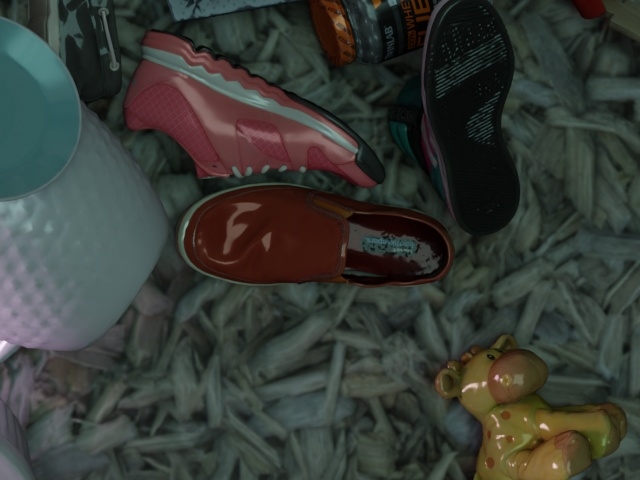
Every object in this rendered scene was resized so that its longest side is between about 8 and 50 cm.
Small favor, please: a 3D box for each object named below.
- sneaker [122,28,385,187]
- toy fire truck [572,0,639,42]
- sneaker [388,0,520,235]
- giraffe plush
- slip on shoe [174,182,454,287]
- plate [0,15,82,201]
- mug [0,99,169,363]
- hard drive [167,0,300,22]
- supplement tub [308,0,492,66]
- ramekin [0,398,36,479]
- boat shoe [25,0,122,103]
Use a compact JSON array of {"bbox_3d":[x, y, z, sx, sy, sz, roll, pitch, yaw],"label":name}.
[{"bbox_3d":[-0.080,-0.118,1.694,0.314,0.116,0.136,27,96,-6],"label":"sneaker"},{"bbox_3d":[0.372,-0.344,1.769,0.217,0.158,0.246,-39,111,-10],"label":"toy fire truck"},{"bbox_3d":[0.148,-0.169,1.695,0.124,0.178,0.295,-17,125,-12],"label":"sneaker"},{"bbox_3d":[0.232,0.197,1.756,0.210,0.181,0.170,-25,87,23],"label":"giraffe plush"},{"bbox_3d":[0.000,0.000,1.708,0.331,0.101,0.123,6,92,-12],"label":"slip on shoe"},{"bbox_3d":[-0.315,-0.123,1.395,0.188,0.024,0.188,10,69,-28],"label":"plate"},{"bbox_3d":[-0.365,-0.008,1.554,0.328,0.276,0.374,35,107,-16],"label":"mug"},{"bbox_3d":[-0.118,-0.382,1.690,0.172,0.054,0.254,-12,95,-13],"label":"hard drive"},{"bbox_3d":[0.090,-0.273,1.711,0.190,0.117,0.117,-22,97,-11],"label":"supplement tub"},{"bbox_3d":[-0.425,0.255,1.559,0.273,0.127,0.272,-4,121,-6],"label":"ramekin"},{"bbox_3d":[-0.270,-0.315,1.638,0.095,0.112,0.335,-4,99,-31],"label":"boat shoe"}]
